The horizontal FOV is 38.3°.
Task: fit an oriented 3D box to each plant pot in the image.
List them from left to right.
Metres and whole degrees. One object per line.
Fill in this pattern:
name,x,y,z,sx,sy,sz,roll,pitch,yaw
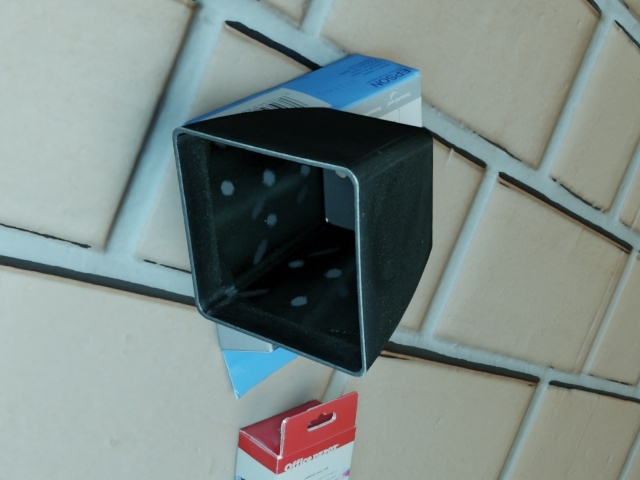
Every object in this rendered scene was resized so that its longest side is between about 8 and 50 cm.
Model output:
plant pot,0.003,-0.025,0.809,0.167,0.187,0.188,-37,132,-44

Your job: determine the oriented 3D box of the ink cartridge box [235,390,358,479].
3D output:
ink cartridge box,-0.034,0.291,1.151,0.134,0.078,0.231,-13,117,-44

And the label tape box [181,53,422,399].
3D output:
label tape box,0.000,0.000,1.021,0.249,0.115,0.348,-29,126,-33
